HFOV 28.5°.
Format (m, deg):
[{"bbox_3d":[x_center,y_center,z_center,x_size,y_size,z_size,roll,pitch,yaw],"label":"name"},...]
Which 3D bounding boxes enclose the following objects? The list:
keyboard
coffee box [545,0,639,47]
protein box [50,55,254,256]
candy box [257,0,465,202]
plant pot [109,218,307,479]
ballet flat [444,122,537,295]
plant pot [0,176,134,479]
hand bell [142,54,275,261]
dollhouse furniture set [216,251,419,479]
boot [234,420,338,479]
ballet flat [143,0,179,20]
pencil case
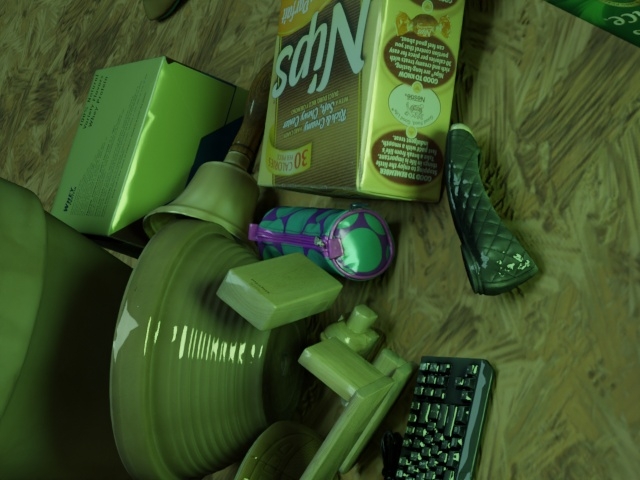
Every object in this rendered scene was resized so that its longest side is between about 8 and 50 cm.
[{"bbox_3d":[0.072,0.174,0.929,0.108,0.023,0.180,-7,65,58],"label":"keyboard"},{"bbox_3d":[0.195,-0.164,0.773,0.113,0.184,0.040,-4,72,57],"label":"coffee box"},{"bbox_3d":[-0.184,-0.082,1.401,0.201,0.136,0.200,4,76,59],"label":"protein box"},{"bbox_3d":[0.040,-0.195,1.095,0.183,0.087,0.316,7,89,60],"label":"candy box"},{"bbox_3d":[-0.081,0.103,1.088,0.110,0.237,0.237,6,73,18],"label":"plant pot"},{"bbox_3d":[0.124,-0.025,0.959,0.057,0.049,0.173,75,-176,-47],"label":"ballet flat"},{"bbox_3d":[-0.276,0.122,1.278,0.323,0.280,0.323,-38,41,43],"label":"plant pot"},{"bbox_3d":[-0.078,-0.096,1.295,0.126,0.126,0.242,-18,45,54],"label":"hand bell"},{"bbox_3d":[-0.022,0.110,0.997,0.151,0.144,0.123,37,112,19],"label":"dollhouse furniture set"},{"bbox_3d":[-0.076,0.292,1.031,0.203,0.095,0.262,-46,27,50],"label":"boot"},{"bbox_3d":[-0.193,-0.368,1.663,0.232,0.073,0.080,-30,47,49],"label":"ballet flat"},{"bbox_3d":[0.000,0.000,1.110,0.152,0.070,0.064,2,87,61],"label":"pencil case"}]
